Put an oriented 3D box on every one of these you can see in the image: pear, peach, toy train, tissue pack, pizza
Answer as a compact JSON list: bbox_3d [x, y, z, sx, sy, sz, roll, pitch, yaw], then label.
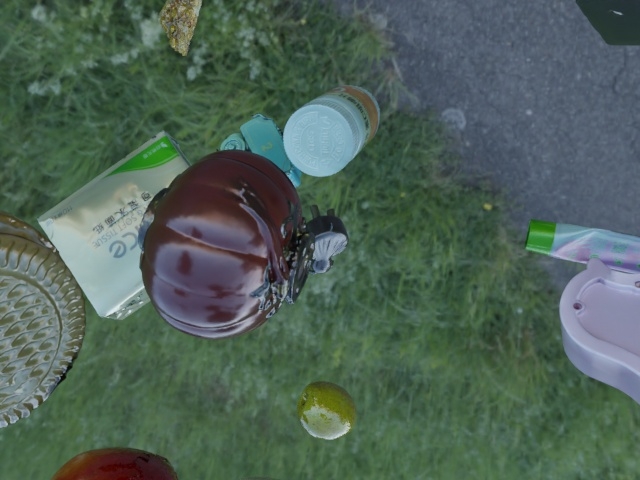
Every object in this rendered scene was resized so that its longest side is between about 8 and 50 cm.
[{"bbox_3d":[0.015,0.452,1.724,0.162,0.149,0.149,34,149,-19],"label":"pear"},{"bbox_3d":[-0.528,0.689,1.649,0.370,0.370,0.370,10,155,5],"label":"peach"},{"bbox_3d":[-0.141,-0.191,1.555,0.163,0.203,0.112,-29,160,2],"label":"toy train"},{"bbox_3d":[-0.467,-0.038,1.700,0.332,0.405,0.205,53,178,10],"label":"tissue pack"},{"bbox_3d":[-0.285,-0.438,1.301,0.041,0.131,0.178,-1,-168,-36],"label":"pizza"}]

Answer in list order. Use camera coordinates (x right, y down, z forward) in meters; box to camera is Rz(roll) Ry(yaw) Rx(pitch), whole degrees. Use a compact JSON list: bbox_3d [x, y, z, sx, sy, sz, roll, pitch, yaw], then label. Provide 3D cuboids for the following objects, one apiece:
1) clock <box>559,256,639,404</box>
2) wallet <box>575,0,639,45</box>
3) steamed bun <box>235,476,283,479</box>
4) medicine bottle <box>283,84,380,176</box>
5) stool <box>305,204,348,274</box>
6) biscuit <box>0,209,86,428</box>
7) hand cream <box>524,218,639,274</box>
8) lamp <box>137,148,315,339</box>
[{"bbox_3d":[0.366,0.155,0.623,0.275,0.290,0.080,7,149,25],"label":"clock"},{"bbox_3d":[0.568,-0.339,0.944,0.377,0.051,0.197,13,175,44],"label":"wallet"},{"bbox_3d":[-0.093,0.524,0.997,0.272,0.273,0.290,-31,125,23],"label":"steamed bun"},{"bbox_3d":[0.038,-0.261,1.480,0.158,0.318,0.158,6,112,14],"label":"medicine bottle"},{"bbox_3d":[0.000,0.000,1.738,0.125,0.121,0.217,-11,144,-18],"label":"stool"},{"bbox_3d":[-0.365,0.089,0.664,0.079,0.259,0.259,30,170,39],"label":"biscuit"},{"bbox_3d":[0.443,0.018,0.948,0.275,0.050,0.079,12,170,14],"label":"hand cream"},{"bbox_3d":[-0.145,0.008,1.016,0.257,0.303,0.303,18,156,9],"label":"lamp"}]
